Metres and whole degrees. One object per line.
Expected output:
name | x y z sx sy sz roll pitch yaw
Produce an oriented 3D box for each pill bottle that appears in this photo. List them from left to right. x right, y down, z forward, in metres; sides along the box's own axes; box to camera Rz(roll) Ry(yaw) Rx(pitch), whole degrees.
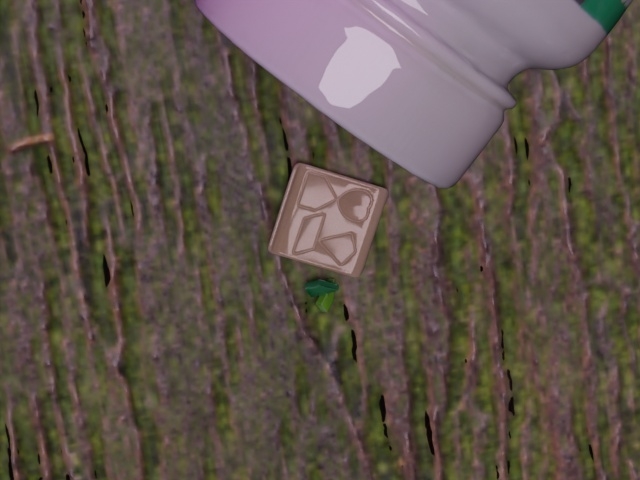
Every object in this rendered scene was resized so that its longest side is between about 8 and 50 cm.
pill bottle | 0.107 -0.219 0.881 0.204 0.204 0.361 34 99 -14

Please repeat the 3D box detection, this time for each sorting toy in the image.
sorting toy | 0.000 0.000 1.024 0.062 0.012 0.083 16 99 -15
